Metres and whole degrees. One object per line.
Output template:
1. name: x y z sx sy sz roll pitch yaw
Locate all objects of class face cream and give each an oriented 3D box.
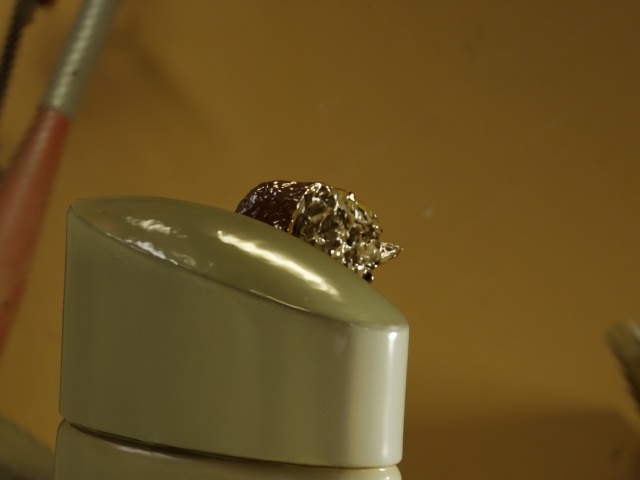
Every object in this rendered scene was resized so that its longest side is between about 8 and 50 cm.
1. face cream: -0.041 0.160 0.764 0.173 0.349 0.081 6 5 41

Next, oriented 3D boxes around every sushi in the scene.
1. sushi: 0.000 0.000 0.994 0.055 0.052 0.120 15 -11 26
